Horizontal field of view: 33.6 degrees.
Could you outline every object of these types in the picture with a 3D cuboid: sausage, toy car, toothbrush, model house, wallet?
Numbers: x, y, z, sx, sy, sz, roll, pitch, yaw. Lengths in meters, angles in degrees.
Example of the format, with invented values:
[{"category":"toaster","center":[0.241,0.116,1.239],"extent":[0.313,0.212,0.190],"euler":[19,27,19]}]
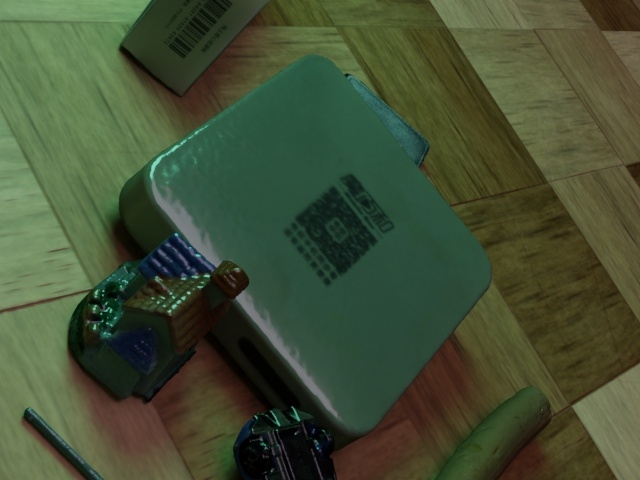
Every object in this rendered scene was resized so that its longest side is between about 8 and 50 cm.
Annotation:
[{"category":"sausage","center":[0.195,0.256,1.246],"extent":[0.066,0.066,0.301],"euler":[54,34,5]},{"category":"toy car","center":[-0.017,0.266,1.011],"extent":[0.103,0.063,0.216],"euler":[-2,66,-47]},{"category":"toothbrush","center":[-0.197,0.207,0.917],"extent":[0.167,0.011,0.014],"euler":[47,42,-5]},{"category":"model house","center":[-0.142,0.054,0.995],"extent":[0.119,0.149,0.148],"euler":[47,34,-2]},{"category":"wallet","center":[0.067,-0.127,1.472],"extent":[0.167,0.036,0.222],"euler":[40,39,-14]}]

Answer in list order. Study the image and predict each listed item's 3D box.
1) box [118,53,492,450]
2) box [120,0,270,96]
[{"category":"box","center":[0.000,0.000,1.204],"extent":[0.367,0.090,0.373],"euler":[52,44,-4]},{"category":"box","center":[-0.114,-0.342,1.331],"extent":[0.106,0.200,0.299],"euler":[39,37,-16]}]
